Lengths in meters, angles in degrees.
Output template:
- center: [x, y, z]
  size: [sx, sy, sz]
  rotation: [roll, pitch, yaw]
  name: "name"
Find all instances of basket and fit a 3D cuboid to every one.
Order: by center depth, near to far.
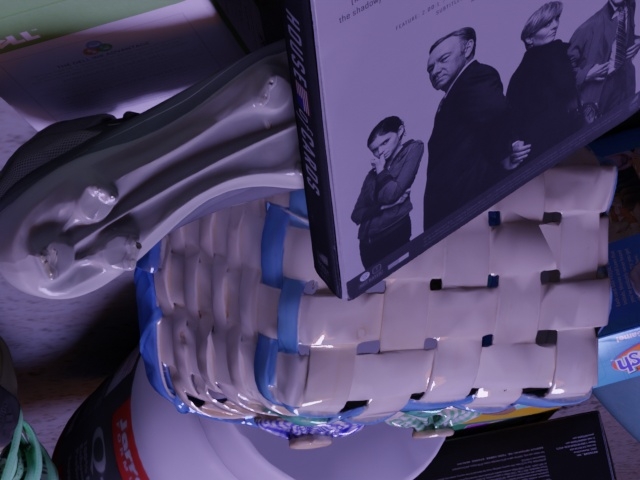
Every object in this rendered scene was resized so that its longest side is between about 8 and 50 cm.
- center: [0.000, 0.000, 0.976]
  size: [0.255, 0.201, 0.289]
  rotation: [-1, -166, -25]
  name: "basket"

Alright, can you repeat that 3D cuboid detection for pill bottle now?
- center: [-0.058, 0.147, 1.322]
  size: [0.210, 0.210, 0.363]
  rotation: [-1, 159, -24]
  name: "pill bottle"

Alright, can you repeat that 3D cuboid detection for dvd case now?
- center: [0.066, -0.094, 0.738]
  size: [0.179, 0.029, 0.238]
  rotation: [-32, 147, -18]
  name: "dvd case"

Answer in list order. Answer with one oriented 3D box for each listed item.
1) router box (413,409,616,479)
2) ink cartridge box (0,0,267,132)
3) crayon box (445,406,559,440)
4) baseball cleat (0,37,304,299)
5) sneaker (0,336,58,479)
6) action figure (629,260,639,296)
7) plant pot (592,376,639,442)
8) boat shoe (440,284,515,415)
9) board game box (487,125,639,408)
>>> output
- center: [0.110, 0.237, 1.616]
  size: [0.309, 0.081, 0.243]
  rotation: [-12, 163, 8]
  name: "router box"
- center: [-0.098, -0.107, 0.779]
  size: [0.109, 0.062, 0.209]
  rotation: [-14, 161, 9]
  name: "ink cartridge box"
- center: [0.108, 0.130, 1.557]
  size: [0.165, 0.081, 0.278]
  rotation: [-6, 161, -10]
  name: "crayon box"
- center: [-0.059, -0.047, 0.791]
  size: [0.206, 0.072, 0.109]
  rotation: [-25, -152, -22]
  name: "baseball cleat"
- center: [-0.238, 0.158, 1.284]
  size: [0.182, 0.158, 0.410]
  rotation: [23, 160, -14]
  name: "sneaker"
- center: [0.312, -0.055, 0.765]
  size: [0.341, 0.178, 0.330]
  rotation: [13, 141, 5]
  name: "action figure"
- center: [0.346, 0.088, 1.243]
  size: [0.290, 0.195, 0.290]
  rotation: [-28, 164, -9]
  name: "plant pot"
- center: [0.131, 0.041, 1.293]
  size: [0.103, 0.092, 0.285]
  rotation: [8, 155, -2]
  name: "boat shoe"
- center: [0.199, 0.001, 1.080]
  size: [0.210, 0.160, 0.047]
  rotation: [-16, 135, 11]
  name: "board game box"
